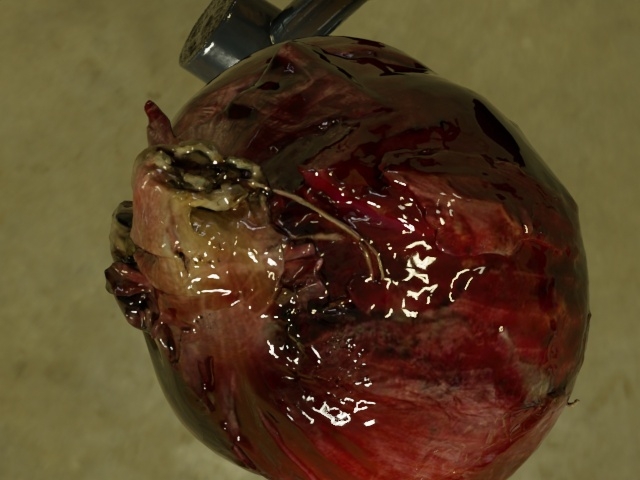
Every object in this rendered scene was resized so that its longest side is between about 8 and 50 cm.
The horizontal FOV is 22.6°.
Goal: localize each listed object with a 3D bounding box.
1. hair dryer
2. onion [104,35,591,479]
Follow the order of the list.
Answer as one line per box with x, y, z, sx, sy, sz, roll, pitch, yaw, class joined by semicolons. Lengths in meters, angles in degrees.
0.011;-0.147;1.045;0.124;0.072;0.219;30;140;-19;hair dryer
0.015;0.004;0.817;0.281;0.281;0.221;38;119;-6;onion
